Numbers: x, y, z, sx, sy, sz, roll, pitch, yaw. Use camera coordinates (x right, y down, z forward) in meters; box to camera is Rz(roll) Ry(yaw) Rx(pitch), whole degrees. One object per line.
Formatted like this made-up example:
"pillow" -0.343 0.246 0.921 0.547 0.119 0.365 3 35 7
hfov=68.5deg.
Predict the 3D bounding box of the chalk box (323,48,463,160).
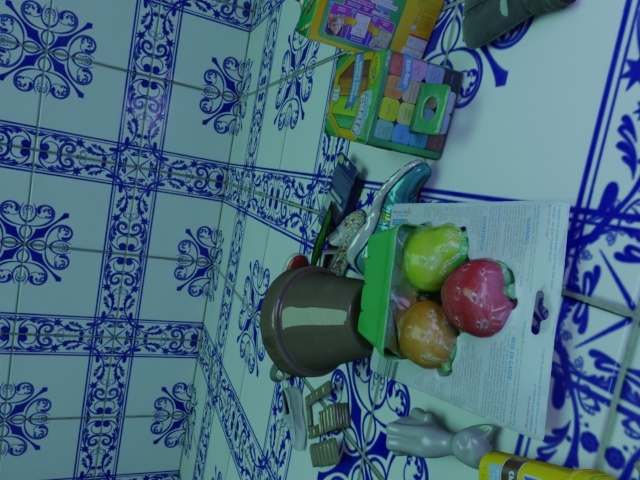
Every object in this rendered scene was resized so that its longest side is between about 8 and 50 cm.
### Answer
"chalk box" 0.152 -0.274 0.957 0.289 0.179 0.180 -142 62 -63

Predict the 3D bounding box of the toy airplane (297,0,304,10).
"toy airplane" 0.036 -0.820 1.279 0.384 0.273 0.386 -61 -19 -56

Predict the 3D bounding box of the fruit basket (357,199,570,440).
"fruit basket" 0.223 0.098 0.770 0.353 0.166 0.326 4 87 51

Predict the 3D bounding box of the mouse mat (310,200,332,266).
"mouse mat" 0.000 0.000 1.288 0.152 0.007 0.189 -84 14 -55

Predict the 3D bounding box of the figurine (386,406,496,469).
"figurine" 0.207 0.393 0.765 0.209 0.092 0.214 -20 64 55

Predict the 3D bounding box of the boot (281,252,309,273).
"boot" -0.058 0.173 1.421 0.176 0.089 0.244 -136 51 -60

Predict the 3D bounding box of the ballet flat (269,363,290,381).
"ballet flat" -0.108 0.391 1.478 0.068 0.072 0.213 59 136 49

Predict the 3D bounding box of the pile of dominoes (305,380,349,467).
"pile of dominoes" 0.016 0.489 1.238 0.251 0.040 0.195 121 148 -57

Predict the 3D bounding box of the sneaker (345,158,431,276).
"sneaker" 0.162 -0.036 0.981 0.110 0.107 0.275 39 113 34

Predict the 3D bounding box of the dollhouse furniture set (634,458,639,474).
"dollhouse furniture set" 0.392 0.142 0.341 0.262 0.135 0.259 -107 33 -43

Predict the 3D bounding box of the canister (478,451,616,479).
"canister" 0.286 0.347 0.599 0.170 0.073 0.126 151 124 -63

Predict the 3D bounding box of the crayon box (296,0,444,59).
"crayon box" 0.107 -0.481 0.997 0.081 0.279 0.165 -120 44 -53

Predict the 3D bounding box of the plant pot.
"plant pot" 0.032 0.176 1.047 0.229 0.263 0.262 -13 70 47

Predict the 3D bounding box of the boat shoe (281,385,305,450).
"boat shoe" -0.085 0.525 1.391 0.066 0.063 0.184 134 138 -53

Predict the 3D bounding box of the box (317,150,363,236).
"box" 0.057 -0.119 1.299 0.136 0.037 0.225 -120 41 -54

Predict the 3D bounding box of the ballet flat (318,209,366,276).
"ballet flat" 0.045 0.026 1.234 0.091 0.077 0.240 -117 42 -54

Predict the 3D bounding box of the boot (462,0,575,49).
"boot" 0.325 -0.431 0.767 0.208 0.076 0.189 -157 78 -73
